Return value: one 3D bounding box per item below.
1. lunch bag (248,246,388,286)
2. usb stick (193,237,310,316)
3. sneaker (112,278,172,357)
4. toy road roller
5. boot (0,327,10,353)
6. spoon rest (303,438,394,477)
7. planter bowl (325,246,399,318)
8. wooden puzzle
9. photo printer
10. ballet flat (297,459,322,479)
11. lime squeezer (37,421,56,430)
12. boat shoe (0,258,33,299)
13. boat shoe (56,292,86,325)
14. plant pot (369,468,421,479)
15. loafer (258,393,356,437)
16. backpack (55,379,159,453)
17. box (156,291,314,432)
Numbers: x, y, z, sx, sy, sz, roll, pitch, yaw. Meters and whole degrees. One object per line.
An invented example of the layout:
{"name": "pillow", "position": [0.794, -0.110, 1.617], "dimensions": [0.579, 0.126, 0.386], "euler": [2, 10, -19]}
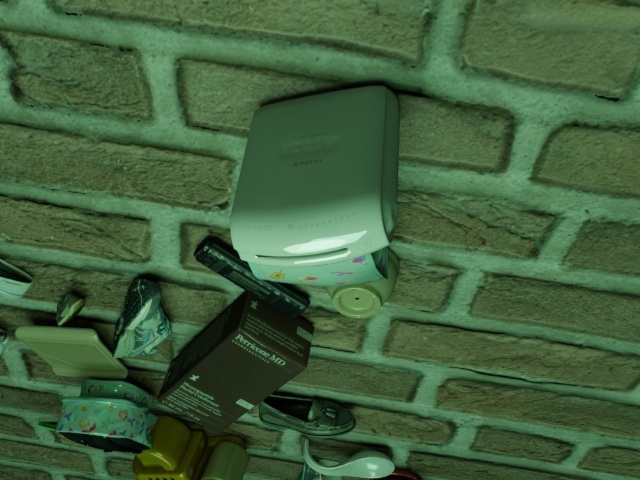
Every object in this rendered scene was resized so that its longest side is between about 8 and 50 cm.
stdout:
{"name": "lunch bag", "position": [0.000, 0.000, 1.178], "dimensions": [0.223, 0.160, 0.262], "euler": [-2, 174, 13]}
{"name": "usb stick", "position": [-0.145, 0.084, 1.439], "dimensions": [0.278, 0.045, 0.077], "euler": [34, 138, -23]}
{"name": "sneaker", "position": [-0.405, 0.183, 1.567], "dimensions": [0.122, 0.110, 0.283], "euler": [9, 142, -25]}
{"name": "toy road roller", "position": [-0.399, 0.640, 1.950], "dimensions": [0.329, 0.203, 0.241], "euler": [-8, 123, 20]}
{"name": "boot", "position": [-0.852, 0.223, 1.689], "dimensions": [0.123, 0.095, 0.258], "euler": [20, 144, -19]}
{"name": "spoon rest", "position": [0.081, 0.655, 1.954], "dimensions": [0.276, 0.084, 0.137], "euler": [10, 136, 1]}
{"name": "planter bowl", "position": [0.078, 0.089, 1.357], "dimensions": [0.162, 0.109, 0.162], "euler": [6, 136, 6]}
{"name": "wooden puzzle", "position": [-0.637, 0.286, 1.721], "dimensions": [0.220, 0.044, 0.239], "euler": [2, 143, 9]}
{"name": "photo printer", "position": [-0.004, -0.096, 1.036], "dimensions": [0.255, 0.308, 0.107], "euler": [-6, 141, 17]}
{"name": "ballet flat", "position": [-0.032, 0.750, 2.084], "dimensions": [0.074, 0.074, 0.203], "euler": [12, 134, -2]}
{"name": "lime squeezer", "position": [-0.751, 0.570, 2.039], "dimensions": [0.310, 0.059, 0.110], "euler": [-25, 126, 32]}
{"name": "boat shoe", "position": [-0.763, 0.054, 1.508], "dimensions": [0.075, 0.083, 0.226], "euler": [-37, 132, 24]}
{"name": "boat shoe", "position": [-0.609, 0.162, 1.603], "dimensions": [0.049, 0.056, 0.152], "euler": [52, 136, -4]}
{"name": "plant pot", "position": [0.231, 0.801, 2.010], "dimensions": [0.191, 0.174, 0.191], "euler": [6, 136, 6]}
{"name": "loafer", "position": [-0.040, 0.464, 1.777], "dimensions": [0.267, 0.096, 0.084], "euler": [3, 130, 10]}
{"name": "backpack", "position": [-0.573, 0.473, 1.783], "dimensions": [0.225, 0.191, 0.253], "euler": [1, 162, 14]}
{"name": "box", "position": [-0.205, 0.295, 1.580], "dimensions": [0.191, 0.143, 0.381], "euler": [33, 126, -19]}
